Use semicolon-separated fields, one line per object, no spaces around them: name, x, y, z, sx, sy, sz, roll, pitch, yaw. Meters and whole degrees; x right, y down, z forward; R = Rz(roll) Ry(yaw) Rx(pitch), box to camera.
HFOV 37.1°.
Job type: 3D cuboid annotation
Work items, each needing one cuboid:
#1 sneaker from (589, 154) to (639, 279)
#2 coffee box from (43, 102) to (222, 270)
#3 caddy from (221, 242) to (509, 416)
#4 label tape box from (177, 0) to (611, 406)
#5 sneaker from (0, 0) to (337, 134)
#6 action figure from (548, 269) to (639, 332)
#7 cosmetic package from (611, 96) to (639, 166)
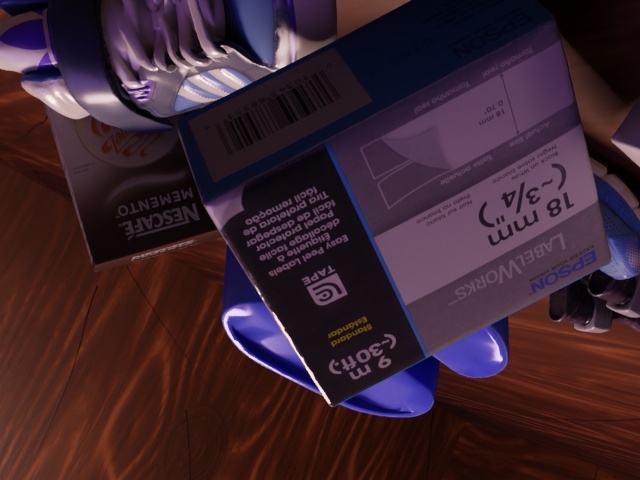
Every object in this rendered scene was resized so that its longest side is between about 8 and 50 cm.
sneaker;0.145;-0.032;0.880;0.330;0.147;0.130;24;169;-3
coffee box;-0.186;-0.107;0.923;0.141;0.246;0.098;-17;178;-15
caddy;0.051;0.039;1.023;0.341;0.179;0.241;31;133;-26
label tape box;0.079;0.004;0.702;0.333;0.241;0.106;62;180;-42
sneaker;-0.135;-0.156;0.721;0.236;0.130;0.323;-11;-177;-15
action figure;0.396;0.091;1.046;0.285;0.099;0.185;26;162;-22
cosmetic package;0.386;0.023;0.524;0.284;0.097;0.377;30;-176;-31
